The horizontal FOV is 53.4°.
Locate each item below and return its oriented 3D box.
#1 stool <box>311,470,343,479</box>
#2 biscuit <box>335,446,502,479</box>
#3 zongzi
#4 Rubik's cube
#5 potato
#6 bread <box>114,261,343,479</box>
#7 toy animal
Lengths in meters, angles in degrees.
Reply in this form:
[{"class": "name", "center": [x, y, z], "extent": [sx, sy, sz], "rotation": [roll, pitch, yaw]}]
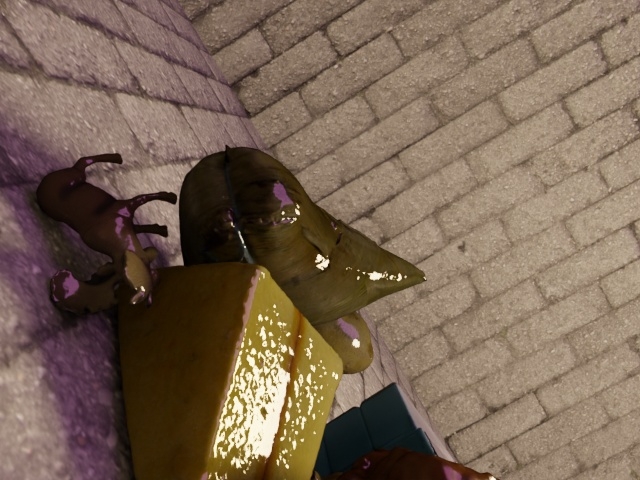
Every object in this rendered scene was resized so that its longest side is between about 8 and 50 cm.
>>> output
[{"class": "stool", "center": [-0.031, 0.328, 0.817], "extent": [0.134, 0.110, 0.135], "rotation": [64, 8, 27]}, {"class": "biscuit", "center": [0.110, 0.396, 0.634], "extent": [0.395, 0.166, 0.342], "rotation": [41, 63, -47]}, {"class": "zongzi", "center": [0.000, 0.000, 0.888], "extent": [0.356, 0.393, 0.174], "rotation": [99, -21, -57]}, {"class": "Rubik's cube", "center": [0.103, 0.396, 0.960], "extent": [0.221, 0.225, 0.231], "rotation": [56, 3, -21]}, {"class": "potato", "center": [0.030, 0.227, 1.550], "extent": [0.235, 0.160, 0.178], "rotation": [50, -18, 1]}, {"class": "bread", "center": [-0.140, 0.231, 0.706], "extent": [0.233, 0.245, 0.361], "rotation": [55, 38, -41]}, {"class": "toy animal", "center": [-0.241, -0.004, 0.717], "extent": [0.214, 0.093, 0.186], "rotation": [32, 29, 12]}]
